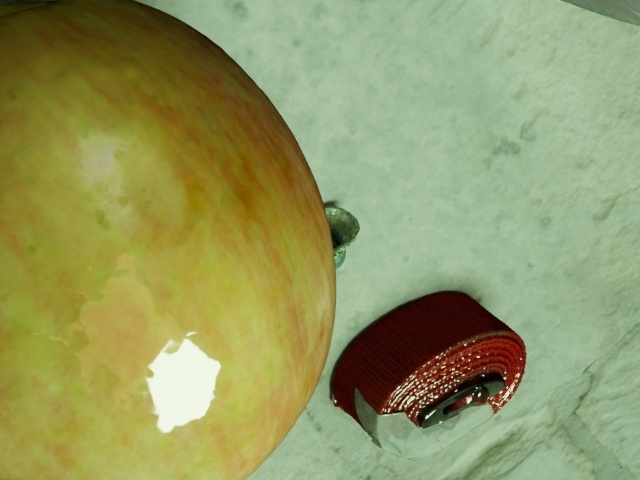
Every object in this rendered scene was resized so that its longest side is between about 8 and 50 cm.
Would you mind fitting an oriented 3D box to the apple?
[{"bbox_3d":[-0.192,0.008,0.800,0.391,0.391,0.346,-25,118,-18],"label":"apple"}]

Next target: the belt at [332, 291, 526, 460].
[{"bbox_3d":[0.122,0.147,1.226,0.201,0.124,0.128,-27,125,-17],"label":"belt"}]

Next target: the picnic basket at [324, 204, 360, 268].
[{"bbox_3d":[0.000,0.000,1.110,0.083,0.065,0.083,-37,145,-3],"label":"picnic basket"}]

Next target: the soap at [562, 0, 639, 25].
[{"bbox_3d":[0.151,-0.298,0.896,0.296,0.285,0.107,28,96,-37],"label":"soap"}]
